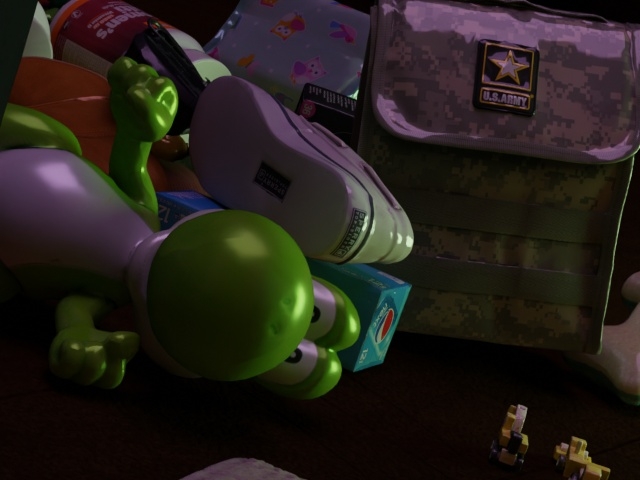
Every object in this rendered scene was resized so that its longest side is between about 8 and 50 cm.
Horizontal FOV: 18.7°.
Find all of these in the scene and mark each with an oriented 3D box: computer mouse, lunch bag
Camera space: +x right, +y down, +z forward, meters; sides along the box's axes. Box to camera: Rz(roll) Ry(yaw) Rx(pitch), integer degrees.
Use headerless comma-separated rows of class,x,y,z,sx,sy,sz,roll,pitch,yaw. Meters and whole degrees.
computer mouse,-0.119,-0.110,1.770,0.184,0.060,0.262,49,6,-9
lunch bag,0.140,-0.066,1.639,0.235,0.287,0.169,7,12,-4
lunch bag,0.016,-0.151,2.205,0.223,0.160,0.262,26,-19,32

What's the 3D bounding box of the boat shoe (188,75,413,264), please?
boat shoe,-0.016,-0.054,1.560,0.088,0.096,0.267,17,10,-37

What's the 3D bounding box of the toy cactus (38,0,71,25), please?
toy cactus,-0.289,-0.274,2.287,0.112,0.180,0.219,2,-1,27

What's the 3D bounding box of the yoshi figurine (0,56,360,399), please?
yoshi figurine,-0.144,-0.001,1.302,0.362,0.203,0.203,22,28,3

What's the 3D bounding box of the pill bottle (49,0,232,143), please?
pill bottle,-0.199,-0.186,2.133,0.121,0.121,0.221,6,17,-45

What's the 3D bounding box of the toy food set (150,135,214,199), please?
toy food set,-0.098,-0.080,1.938,0.218,0.071,0.128,12,14,-29

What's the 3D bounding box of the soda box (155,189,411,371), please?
soda box,-0.041,0.029,1.542,0.210,0.071,0.067,23,11,21

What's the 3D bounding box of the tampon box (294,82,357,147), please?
tampon box,0.040,-0.059,1.804,0.161,0.120,0.101,19,14,-4

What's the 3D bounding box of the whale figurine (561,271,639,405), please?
whale figurine,0.347,0.102,1.746,0.272,0.141,0.216,-19,32,-30

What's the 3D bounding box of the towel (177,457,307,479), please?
towel,-0.020,0.183,0.971,0.187,0.049,0.282,25,13,19

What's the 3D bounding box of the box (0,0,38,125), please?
box,-0.367,-0.161,0.951,0.297,0.472,0.480,24,13,17

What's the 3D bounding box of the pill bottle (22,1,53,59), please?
pill bottle,-0.357,-0.217,1.994,0.136,0.136,0.245,12,14,-28

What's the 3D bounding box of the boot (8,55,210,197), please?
boot,-0.247,-0.097,1.695,0.295,0.104,0.211,34,12,31

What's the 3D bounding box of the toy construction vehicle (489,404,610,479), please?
toy construction vehicle,0.169,0.152,1.407,0.086,0.035,0.098,20,12,5
